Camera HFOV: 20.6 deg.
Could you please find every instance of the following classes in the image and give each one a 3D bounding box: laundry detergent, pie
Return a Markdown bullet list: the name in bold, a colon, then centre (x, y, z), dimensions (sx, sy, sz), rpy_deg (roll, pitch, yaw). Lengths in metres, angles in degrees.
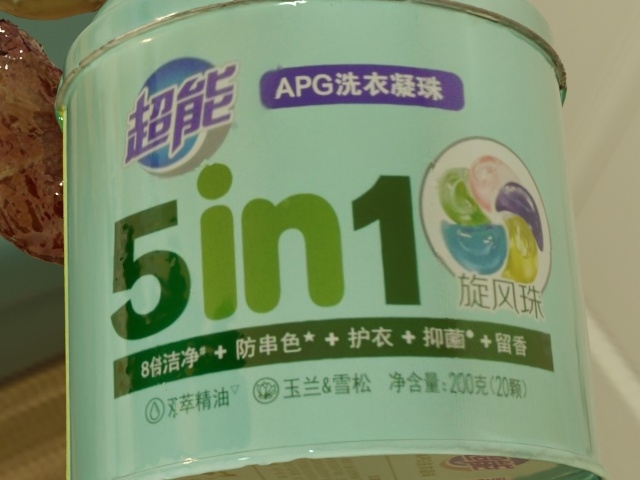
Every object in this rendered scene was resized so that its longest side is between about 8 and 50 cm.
- **laundry detergent**: centre (0.000, 0.000, 0.965), dimensions (0.287, 0.287, 0.305), rpy_deg (0, 71, -13)
- **pie**: centre (-0.144, -0.081, 1.186), dimensions (0.218, 0.204, 0.054), rpy_deg (-10, 17, -1)

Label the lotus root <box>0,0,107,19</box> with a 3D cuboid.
- **lotus root**: centre (-0.239, -0.304, 1.210), dimensions (0.169, 0.343, 0.151), rpy_deg (-30, 23, 9)
